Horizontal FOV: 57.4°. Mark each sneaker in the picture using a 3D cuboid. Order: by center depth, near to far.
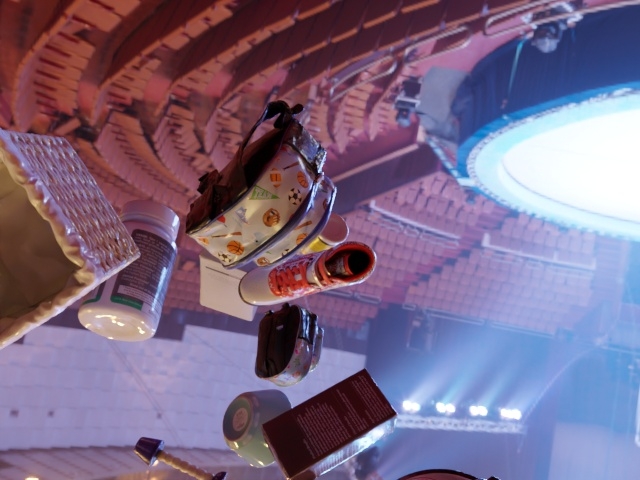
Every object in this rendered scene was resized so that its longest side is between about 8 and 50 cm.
[{"bbox_3d":[-0.026,0.060,1.105,0.270,0.090,0.145,-11,172,-7],"label":"sneaker"}]

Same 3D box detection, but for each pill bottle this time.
[{"bbox_3d":[-0.515,0.078,1.619,0.204,0.360,0.204,5,147,3],"label":"pill bottle"},{"bbox_3d":[0.000,0.000,2.000,0.119,0.119,0.208,12,150,-20],"label":"pill bottle"}]

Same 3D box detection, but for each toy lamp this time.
[{"bbox_3d":[-0.408,0.647,1.687,0.275,0.080,0.080,24,177,8],"label":"toy lamp"}]

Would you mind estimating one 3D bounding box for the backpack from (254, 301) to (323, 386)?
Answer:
[{"bbox_3d":[-0.113,0.374,2.005,0.225,0.253,0.191,-24,131,36],"label":"backpack"}]

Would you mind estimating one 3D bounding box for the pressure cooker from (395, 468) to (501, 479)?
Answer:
[{"bbox_3d":[0.273,0.706,1.243,0.376,0.420,0.369,-2,-145,22],"label":"pressure cooker"}]

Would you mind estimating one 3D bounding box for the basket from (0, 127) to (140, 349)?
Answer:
[{"bbox_3d":[-0.583,0.004,1.127,0.328,0.331,0.266,-32,-176,10],"label":"basket"}]

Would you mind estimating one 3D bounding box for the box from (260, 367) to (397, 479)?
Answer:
[{"bbox_3d":[0.030,0.582,1.809,0.382,0.191,0.143,-23,142,-18],"label":"box"}]

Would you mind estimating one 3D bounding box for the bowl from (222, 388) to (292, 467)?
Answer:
[{"bbox_3d":[-0.274,0.728,2.328,0.163,0.311,0.312,31,163,-37],"label":"bowl"}]

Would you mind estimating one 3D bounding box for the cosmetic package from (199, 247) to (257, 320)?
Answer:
[{"bbox_3d":[-0.172,0.026,1.333,0.138,0.224,0.224,19,146,0],"label":"cosmetic package"}]

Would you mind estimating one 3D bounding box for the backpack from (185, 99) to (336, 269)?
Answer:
[{"bbox_3d":[-0.109,-0.068,1.032,0.213,0.276,0.263,44,-149,-12],"label":"backpack"}]
